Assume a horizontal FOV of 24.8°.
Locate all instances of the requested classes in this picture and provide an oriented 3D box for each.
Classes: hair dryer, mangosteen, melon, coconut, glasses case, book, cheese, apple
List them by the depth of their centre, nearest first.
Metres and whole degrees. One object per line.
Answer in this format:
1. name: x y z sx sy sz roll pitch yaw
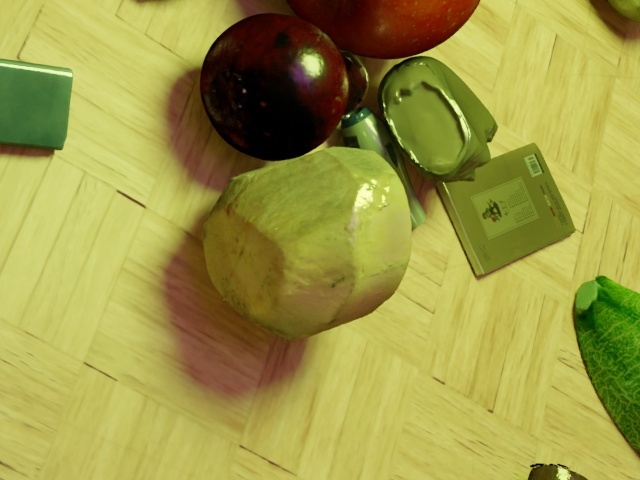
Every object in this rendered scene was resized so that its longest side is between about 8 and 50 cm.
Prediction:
1. glasses case: -0.386 -0.158 1.499 0.266 0.056 0.105 4 70 -34
2. coconut: 0.000 0.000 1.613 0.237 0.237 0.197 -14 87 -38
3. mangosteen: -0.040 -0.178 1.683 0.200 0.200 0.200 13 66 -31
4. apple: 0.071 -0.349 1.769 0.216 0.260 0.260 -41 98 -33
5. hair dryer: 0.049 -0.044 1.777 0.167 0.067 0.199 45 63 -20
6. cheese: 0.155 -0.148 1.826 0.175 0.091 0.202 61 22 16
7. book: 0.249 -0.044 1.934 0.199 0.016 0.138 -21 86 -39
8. melon: 0.462 0.186 1.938 0.323 0.196 0.124 41 19 -7

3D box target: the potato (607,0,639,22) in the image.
1. potato: 0.477 -0.467 2.158 0.210 0.173 0.307 10 65 -35

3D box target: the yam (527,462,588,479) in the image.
1. yam: 0.281 0.342 1.775 0.084 0.084 0.127 32 61 -22
